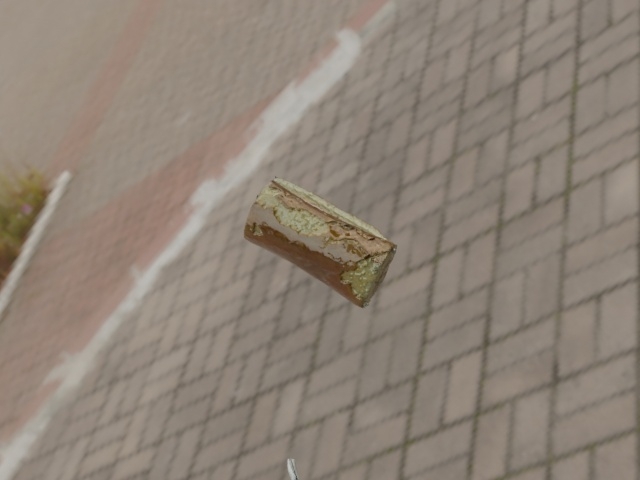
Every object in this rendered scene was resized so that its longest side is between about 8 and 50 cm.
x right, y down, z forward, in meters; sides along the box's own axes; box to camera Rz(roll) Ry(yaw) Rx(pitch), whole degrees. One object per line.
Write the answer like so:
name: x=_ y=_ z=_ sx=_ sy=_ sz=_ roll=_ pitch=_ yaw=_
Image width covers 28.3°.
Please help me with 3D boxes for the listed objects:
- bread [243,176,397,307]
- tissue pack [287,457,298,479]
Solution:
bread: x=0.000 y=0.000 z=0.688 sx=0.036 sy=0.083 sz=0.047 roll=-47 pitch=-20 yaw=-39
tissue pack: x=-0.015 y=0.255 z=0.819 sx=0.122 sy=0.026 sz=0.193 roll=-110 pitch=20 yaw=-71
